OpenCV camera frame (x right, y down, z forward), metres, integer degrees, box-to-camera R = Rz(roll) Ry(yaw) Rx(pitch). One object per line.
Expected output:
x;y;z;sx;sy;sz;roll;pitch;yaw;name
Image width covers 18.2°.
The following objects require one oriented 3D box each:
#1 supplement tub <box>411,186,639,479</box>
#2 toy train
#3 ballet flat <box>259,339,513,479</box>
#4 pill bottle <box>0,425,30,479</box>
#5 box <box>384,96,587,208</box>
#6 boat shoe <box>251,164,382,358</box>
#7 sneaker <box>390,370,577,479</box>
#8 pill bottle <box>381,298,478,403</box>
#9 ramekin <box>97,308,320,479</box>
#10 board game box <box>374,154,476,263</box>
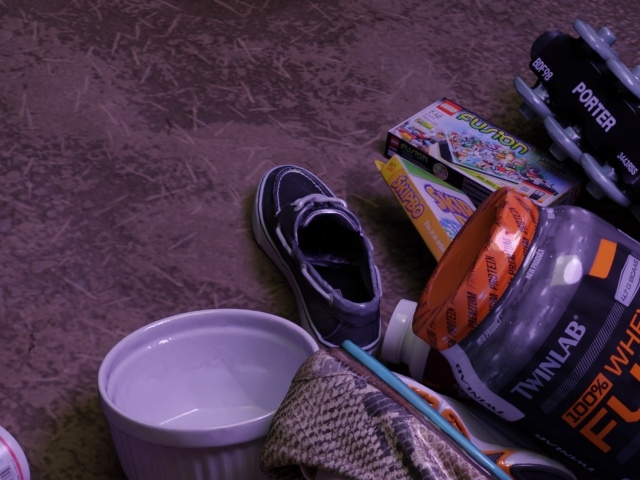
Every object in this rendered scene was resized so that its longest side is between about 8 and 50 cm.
0.267;0.106;1.852;0.338;0.207;0.207;32;38;-8;supplement tub
0.348;-0.115;2.261;0.190;0.142;0.334;38;13;-38;toy train
0.145;0.258;1.620;0.483;0.164;0.182;29;83;30;ballet flat
-0.338;0.227;1.746;0.087;0.087;0.160;31;42;25;pill bottle
0.188;-0.087;2.295;0.207;0.036;0.114;31;43;25;box
0.000;0.000;2.091;0.108;0.102;0.301;-2;40;-14;boat shoe
0.115;0.185;1.856;0.262;0.099;0.121;31;13;-20;sneaker
0.142;0.113;1.993;0.152;0.086;0.086;19;39;13;pill bottle
-0.097;0.160;1.835;0.207;0.109;0.207;-3;29;2;ramekin
0.151;0.002;2.130;0.124;0.039;0.259;27;20;-40;board game box
